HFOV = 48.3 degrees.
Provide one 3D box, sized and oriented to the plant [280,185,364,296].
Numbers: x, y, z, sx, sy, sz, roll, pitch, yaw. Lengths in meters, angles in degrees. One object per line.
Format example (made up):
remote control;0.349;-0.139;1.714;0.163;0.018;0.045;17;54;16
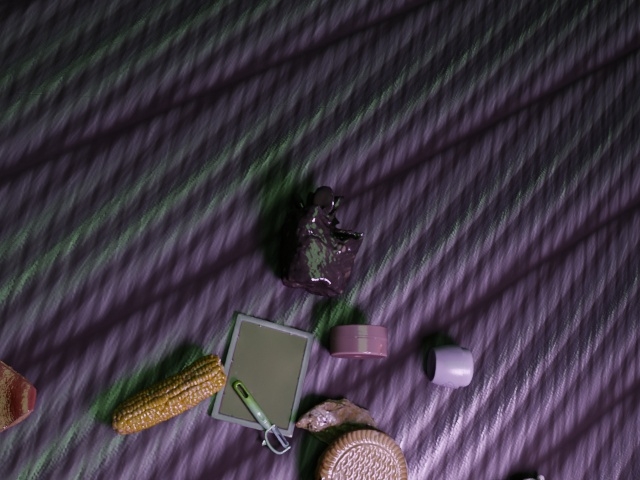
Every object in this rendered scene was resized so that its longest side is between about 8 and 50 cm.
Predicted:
plant;0.000;0.000;1.858;0.188;0.199;0.276;12;75;-20

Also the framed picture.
framed picture;-0.142;0.338;1.803;0.217;0.017;0.274;19;70;-11

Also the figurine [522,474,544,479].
figurine;0.536;0.725;1.838;0.182;0.144;0.256;36;68;18

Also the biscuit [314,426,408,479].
biscuit;0.103;0.581;1.748;0.259;0.079;0.259;0;89;-19

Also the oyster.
oyster;0.052;0.457;1.798;0.209;0.072;0.133;32;71;-8

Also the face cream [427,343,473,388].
face cream;0.345;0.334;1.897;0.104;0.117;0.117;4;73;-7

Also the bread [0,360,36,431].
bread;-0.698;0.359;1.601;0.119;0.067;0.192;5;72;-7

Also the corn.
corn;-0.356;0.368;1.686;0.292;0.101;0.101;-25;83;-23

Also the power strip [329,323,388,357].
power strip;0.096;0.260;1.828;0.154;0.154;0.078;5;76;-15

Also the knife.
knife;-0.155;0.437;1.753;0.054;0.015;0.212;-35;87;-15
